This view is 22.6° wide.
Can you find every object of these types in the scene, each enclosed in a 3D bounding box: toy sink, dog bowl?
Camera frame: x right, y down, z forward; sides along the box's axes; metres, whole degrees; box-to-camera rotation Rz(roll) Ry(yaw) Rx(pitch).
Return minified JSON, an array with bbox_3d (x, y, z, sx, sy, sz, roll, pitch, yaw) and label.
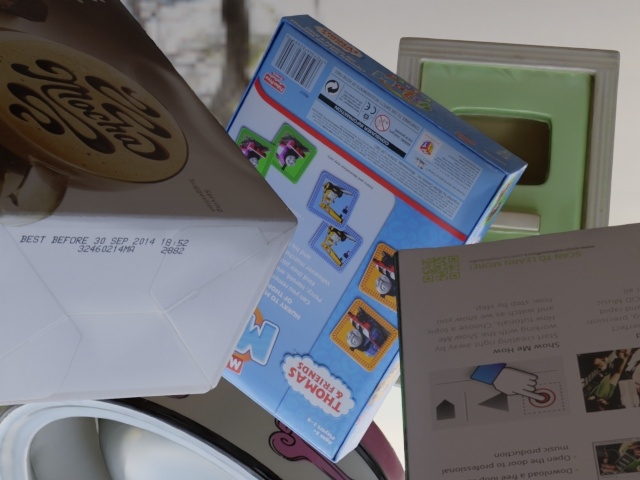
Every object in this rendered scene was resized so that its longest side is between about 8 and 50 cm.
[{"bbox_3d":[0.122,-0.011,1.113,0.153,0.234,0.131,5,172,7],"label":"toy sink"},{"bbox_3d":[-0.094,0.239,1.472,0.408,0.408,0.150,1,-140,35],"label":"dog bowl"}]

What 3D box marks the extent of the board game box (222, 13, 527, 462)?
[{"bbox_3d":[0.000,0.000,0.936,0.160,0.211,0.039,36,-156,15],"label":"board game box"}]

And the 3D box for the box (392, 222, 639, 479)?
[{"bbox_3d":[0.153,0.112,0.710,0.232,0.058,0.322,-7,-142,7],"label":"box"}]

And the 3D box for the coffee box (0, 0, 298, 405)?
[{"bbox_3d":[-0.168,-0.058,0.823,0.168,0.119,0.297,1,-142,-40],"label":"coffee box"}]
